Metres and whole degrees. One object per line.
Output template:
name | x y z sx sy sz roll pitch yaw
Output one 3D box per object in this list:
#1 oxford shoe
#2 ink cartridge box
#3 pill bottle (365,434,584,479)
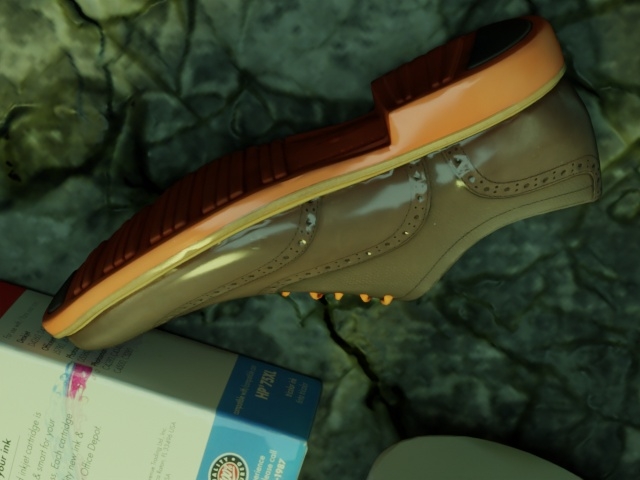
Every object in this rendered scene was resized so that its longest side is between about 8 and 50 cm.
oxford shoe | 0.000 0.000 0.702 0.271 0.097 0.098 -25 109 12
ink cartridge box | -0.129 0.107 0.764 0.231 0.078 0.134 18 109 1
pill bottle | 0.040 0.272 0.742 0.188 0.188 0.334 19 110 0
